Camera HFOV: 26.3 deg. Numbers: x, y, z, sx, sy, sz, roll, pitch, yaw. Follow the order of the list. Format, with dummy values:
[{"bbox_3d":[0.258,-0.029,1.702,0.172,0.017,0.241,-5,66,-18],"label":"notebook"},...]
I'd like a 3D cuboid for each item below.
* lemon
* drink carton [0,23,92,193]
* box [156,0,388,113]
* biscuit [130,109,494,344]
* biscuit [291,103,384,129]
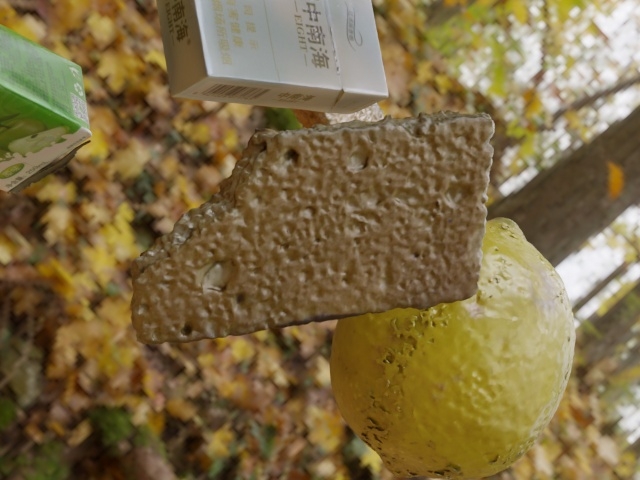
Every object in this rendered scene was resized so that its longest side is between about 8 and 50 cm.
[{"bbox_3d":[0.146,0.114,1.492,0.258,0.310,0.258,27,-8,4],"label":"lemon"},{"bbox_3d":[-0.392,-0.163,1.529,0.271,0.161,0.108,25,41,-53],"label":"drink carton"},{"bbox_3d":[-0.048,-0.215,1.393,0.243,0.067,0.155,-1,77,-42],"label":"box"},{"bbox_3d":[-0.004,-0.010,0.848,0.026,0.237,0.131,-137,-136,-61],"label":"biscuit"},{"bbox_3d":[-0.022,-0.221,1.685,0.054,0.094,0.378,-15,-65,52],"label":"biscuit"}]
